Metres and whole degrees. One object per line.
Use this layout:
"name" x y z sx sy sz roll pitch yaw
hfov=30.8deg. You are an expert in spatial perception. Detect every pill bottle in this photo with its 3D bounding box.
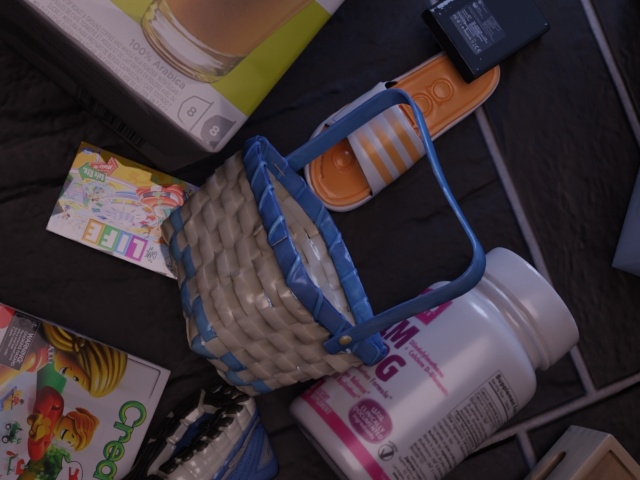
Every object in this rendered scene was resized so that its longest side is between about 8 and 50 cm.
"pill bottle" 0.121 0.145 1.214 0.283 0.160 0.160 -39 91 -10

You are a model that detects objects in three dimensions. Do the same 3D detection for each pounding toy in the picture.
"pounding toy" 0.333 0.301 1.269 0.181 0.094 0.206 -45 101 -14

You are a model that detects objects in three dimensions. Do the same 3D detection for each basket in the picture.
"basket" 0.000 0.000 1.153 0.289 0.201 0.255 -31 48 17

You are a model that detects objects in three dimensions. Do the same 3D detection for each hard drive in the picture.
"hard drive" 0.188 -0.247 1.307 0.135 0.022 0.094 -35 90 -28

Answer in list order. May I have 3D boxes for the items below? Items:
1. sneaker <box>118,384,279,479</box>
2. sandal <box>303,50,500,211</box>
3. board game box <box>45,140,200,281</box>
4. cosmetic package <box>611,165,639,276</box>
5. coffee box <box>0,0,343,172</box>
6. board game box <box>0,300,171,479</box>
"sneaker" -0.155 0.302 1.155 0.330 0.129 0.147 -44 118 -24
"sandal" 0.092 -0.139 1.277 0.265 0.076 0.102 -39 91 -9
"board game box" -0.203 -0.030 1.251 0.154 0.026 0.103 21 83 -6
"cosmetic package" 0.440 -0.062 1.244 0.138 0.224 0.225 17 82 -7
"coffee box" -0.151 -0.301 1.109 0.337 0.338 0.334 40 81 -11
"board game box" -0.300 0.237 1.181 0.193 0.053 0.305 24 82 -19
